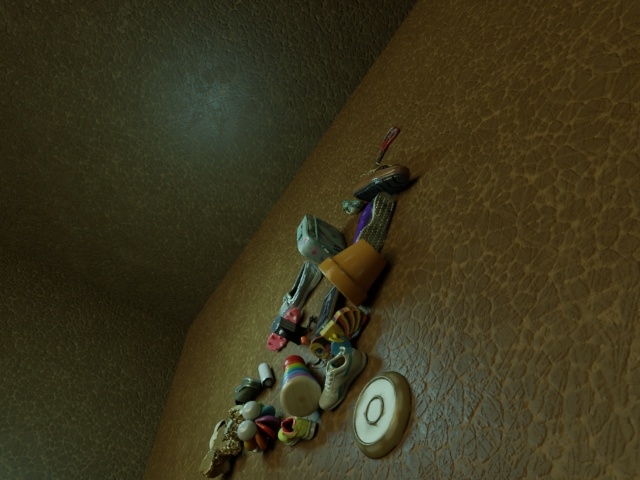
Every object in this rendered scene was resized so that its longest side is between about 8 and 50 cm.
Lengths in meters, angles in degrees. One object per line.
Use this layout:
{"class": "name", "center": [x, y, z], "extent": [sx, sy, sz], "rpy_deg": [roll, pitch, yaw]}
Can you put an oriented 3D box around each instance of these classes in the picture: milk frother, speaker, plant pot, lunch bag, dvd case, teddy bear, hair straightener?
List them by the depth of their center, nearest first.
{"class": "plant pot", "center": [0.157, 0.469, 1.208], "extent": [0.236, 0.032, 0.236], "rpy_deg": [-50, 21, 27]}
{"class": "plant pot", "center": [0.129, 0.102, 1.582], "extent": [0.188, 0.205, 0.205], "rpy_deg": [-44, 20, 0]}
{"class": "hair straightener", "center": [0.035, 0.368, 1.623], "extent": [0.230, 0.047, 0.089], "rpy_deg": [-60, 19, -17]}
{"class": "dvd case", "center": [0.029, 0.274, 1.752], "extent": [0.164, 0.018, 0.221], "rpy_deg": [122, 170, -50]}
{"class": "milk frother", "center": [-0.116, 0.362, 1.886], "extent": [0.143, 0.135, 0.129], "rpy_deg": [-64, 20, -11]}
{"class": "teddy bear", "center": [-0.391, 0.876, 1.928], "extent": [0.245, 0.113, 0.338], "rpy_deg": [-33, 25, 40]}
{"class": "lunch bag", "center": [0.000, 0.000, 1.973], "extent": [0.108, 0.224, 0.279], "rpy_deg": [-54, 19, 19]}
{"class": "speaker", "center": [-0.246, 0.608, 1.982], "extent": [0.055, 0.055, 0.136], "rpy_deg": [-60, 19, 3]}

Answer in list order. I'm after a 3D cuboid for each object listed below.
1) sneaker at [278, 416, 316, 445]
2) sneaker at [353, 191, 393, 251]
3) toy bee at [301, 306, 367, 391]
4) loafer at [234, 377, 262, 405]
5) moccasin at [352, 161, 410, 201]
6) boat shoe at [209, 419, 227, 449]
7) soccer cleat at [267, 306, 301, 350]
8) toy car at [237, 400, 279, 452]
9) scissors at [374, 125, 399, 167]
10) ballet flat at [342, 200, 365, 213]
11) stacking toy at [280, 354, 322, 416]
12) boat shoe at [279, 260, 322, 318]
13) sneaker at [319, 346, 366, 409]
{"class": "sneaker", "center": [-0.101, 0.644, 1.512], "extent": [0.208, 0.094, 0.081], "rpy_deg": [-43, 27, 44]}
{"class": "sneaker", "center": [0.195, -0.045, 1.759], "extent": [0.293, 0.102, 0.146], "rpy_deg": [-64, 14, -23]}
{"class": "toy bee", "center": [0.026, 0.343, 1.497], "extent": [0.298, 0.162, 0.195], "rpy_deg": [-64, 10, -22]}
{"class": "loafer", "center": [-0.337, 0.707, 2.039], "extent": [0.251, 0.094, 0.087], "rpy_deg": [127, 156, -48]}
{"class": "moccasin", "center": [0.261, -0.262, 1.854], "extent": [0.380, 0.139, 0.147], "rpy_deg": [160, 128, -75]}
{"class": "boat shoe", "center": [-0.485, 0.936, 2.106], "extent": [0.059, 0.063, 0.170], "rpy_deg": [-58, 18, 26]}
{"class": "soccer cleat", "center": [-0.164, 0.414, 2.047], "extent": [0.248, 0.083, 0.095], "rpy_deg": [-59, -11, 20]}
{"class": "toy car", "center": [-0.224, 0.712, 1.688], "extent": [0.136, 0.159, 0.182], "rpy_deg": [-12, 40, 19]}
{"class": "scissors", "center": [0.299, -0.428, 2.149], "extent": [0.297, 0.021, 0.109], "rpy_deg": [-61, 22, 3]}
{"class": "ballet flat", "center": [0.156, -0.155, 2.070], "extent": [0.070, 0.070, 0.188], "rpy_deg": [-62, 17, -4]}
{"class": "stacking toy", "center": [-0.083, 0.510, 1.610], "extent": [0.141, 0.141, 0.330], "rpy_deg": [-61, 8, -1]}
{"class": "boat shoe", "center": [-0.110, 0.237, 2.095], "extent": [0.320, 0.103, 0.118], "rpy_deg": [-54, 20, 18]}
{"class": "sneaker", "center": [0.051, 0.441, 1.420], "extent": [0.229, 0.092, 0.087], "rpy_deg": [-59, 21, 7]}
